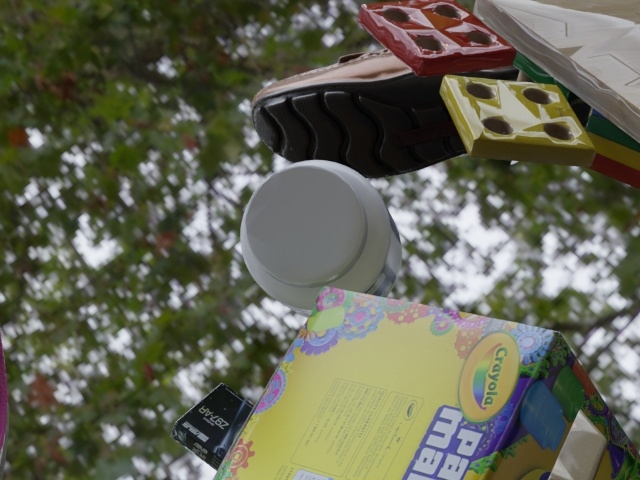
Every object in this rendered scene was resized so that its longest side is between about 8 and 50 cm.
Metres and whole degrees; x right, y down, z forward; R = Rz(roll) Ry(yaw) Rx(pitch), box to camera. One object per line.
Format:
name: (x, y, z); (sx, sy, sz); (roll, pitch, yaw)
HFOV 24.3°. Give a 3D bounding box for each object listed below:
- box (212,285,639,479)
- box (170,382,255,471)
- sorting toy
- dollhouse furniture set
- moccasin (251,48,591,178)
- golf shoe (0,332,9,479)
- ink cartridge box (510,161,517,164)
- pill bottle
box: (0.064, 0.232, 0.897); (0.279, 0.177, 0.290); (51, -121, -41)
box: (-0.071, 0.163, 1.226); (0.067, 0.083, 0.018); (-37, -24, -45)
sorting toy: (0.142, -0.060, 0.617); (0.274, 0.132, 0.046); (-12, -49, -34)
dollhouse furniture set: (0.083, 0.131, 0.724); (0.114, 0.081, 0.091); (-49, -24, -54)
moccasin: (0.110, -0.165, 1.568); (0.380, 0.147, 0.139); (-14, -56, 20)
golf shoe: (-0.194, 0.131, 0.635); (0.115, 0.306, 0.140); (6, -16, -28)
ink cartridge box: (0.247, -0.158, 1.698); (0.061, 0.181, 0.104); (29, -104, -8)
pill bottle: (0.000, 0.000, 1.106); (0.112, 0.112, 0.187); (-43, -11, 0)
